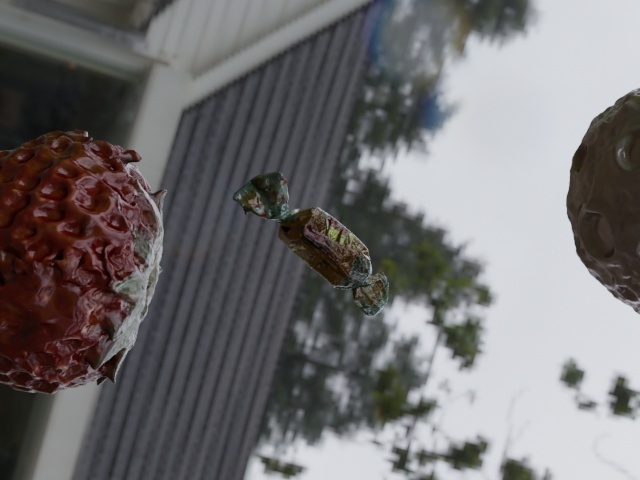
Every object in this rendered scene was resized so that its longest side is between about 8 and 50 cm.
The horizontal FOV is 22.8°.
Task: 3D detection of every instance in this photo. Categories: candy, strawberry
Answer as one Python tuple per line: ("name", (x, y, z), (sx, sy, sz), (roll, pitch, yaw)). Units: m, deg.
("candy", (0.000, 0.000, 1.490), (0.046, 0.182, 0.053), (-29, -154, 55))
("strawberry", (-0.248, 0.011, 1.220), (0.205, 0.245, 0.205), (-167, -90, -88))

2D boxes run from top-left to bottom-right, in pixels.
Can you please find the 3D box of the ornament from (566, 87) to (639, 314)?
("ornament", (0.373, -0.042, 1.631), (0.225, 0.259, 0.259), (-4, -110, 62))
